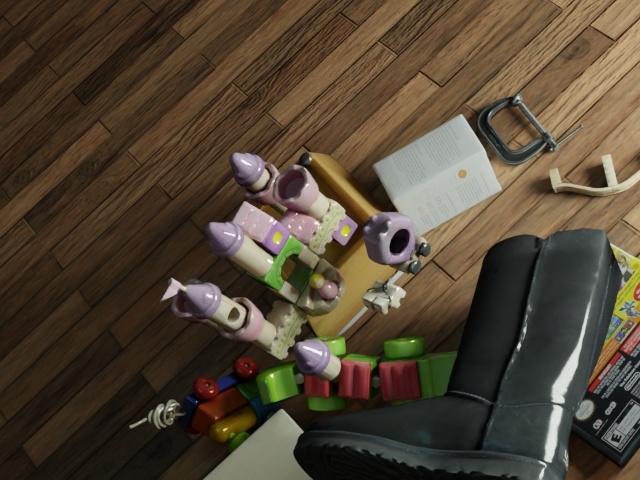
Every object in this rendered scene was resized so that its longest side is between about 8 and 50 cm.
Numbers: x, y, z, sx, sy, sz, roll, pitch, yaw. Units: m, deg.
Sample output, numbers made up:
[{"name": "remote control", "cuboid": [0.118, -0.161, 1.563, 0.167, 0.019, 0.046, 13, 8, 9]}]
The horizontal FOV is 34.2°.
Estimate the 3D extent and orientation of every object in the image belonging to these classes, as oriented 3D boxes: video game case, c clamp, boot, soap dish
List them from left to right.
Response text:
[{"name": "soap dish", "cuboid": [0.000, 0.000, 1.745, 0.229, 0.118, 0.291, -46, 48, 4]}, {"name": "boot", "cuboid": [0.203, 0.162, 1.454, 0.367, 0.146, 0.445, 4, 47, 24]}, {"name": "c clamp", "cuboid": [0.349, -0.195, 1.786, 0.137, 0.022, 0.160, -40, 55, 5]}, {"name": "video game case", "cuboid": [0.426, 0.155, 1.542, 0.248, 0.035, 0.275, 35, 82, 35]}]

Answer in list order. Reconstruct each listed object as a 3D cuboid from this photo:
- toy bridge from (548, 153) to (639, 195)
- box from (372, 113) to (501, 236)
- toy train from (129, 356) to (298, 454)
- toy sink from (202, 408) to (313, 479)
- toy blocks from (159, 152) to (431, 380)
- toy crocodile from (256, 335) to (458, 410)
[{"name": "toy bridge", "cuboid": [0.468, -0.106, 1.675, 0.188, 0.026, 0.063, -14, 60, 17]}, {"name": "box", "cuboid": [0.196, -0.105, 1.734, 0.170, 0.130, 0.091, -30, 54, 6]}, {"name": "toy train", "cuboid": [-0.160, 0.293, 1.628, 0.143, 0.105, 0.248, 41, 40, 25]}, {"name": "toy sink", "cuboid": [-0.079, 0.403, 1.573, 0.234, 0.131, 0.153, -43, 54, -9]}, {"name": "toy blocks", "cuboid": [-0.070, 0.022, 1.526, 0.309, 0.260, 0.288, 21, 77, 41]}, {"name": "toy crocodile", "cuboid": [0.070, 0.210, 1.596, 0.341, 0.105, 0.115, -2, 93, 16]}]
